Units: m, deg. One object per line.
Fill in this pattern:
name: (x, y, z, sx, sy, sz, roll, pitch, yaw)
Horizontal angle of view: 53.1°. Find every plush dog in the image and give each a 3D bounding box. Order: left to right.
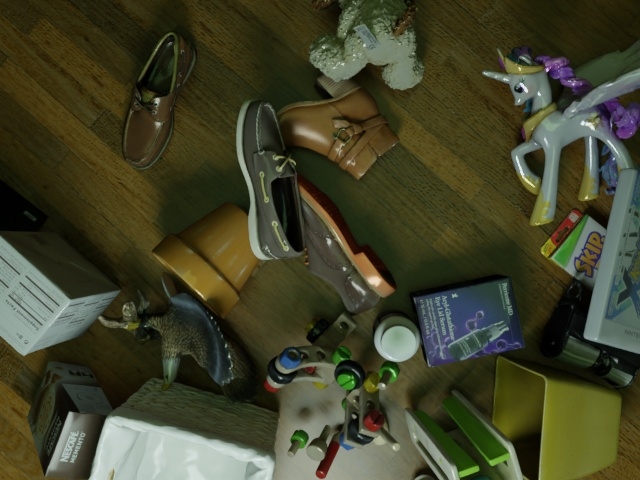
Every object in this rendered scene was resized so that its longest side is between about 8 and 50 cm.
plush dog: (0.109, -0.459, 1.312, 0.262, 0.210, 0.225, 0, 59, -23)

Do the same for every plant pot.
plant pot: (-0.214, 0.028, 1.349, 0.205, 0.205, 0.188, 43, 77, 2)
plant pot: (0.485, 0.362, 1.310, 0.187, 0.212, 0.212, 4, 91, -10)

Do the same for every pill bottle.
pill bottle: (0.157, 0.200, 1.332, 0.094, 0.169, 0.094, 0, 91, 3)

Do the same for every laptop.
laptop: (-0.798, -0.007, 1.460, 0.234, 0.136, 0.264, 37, 118, 3)

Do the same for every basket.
basket: (-0.275, 0.491, 1.292, 0.331, 0.266, 0.328, 15, 95, -1)

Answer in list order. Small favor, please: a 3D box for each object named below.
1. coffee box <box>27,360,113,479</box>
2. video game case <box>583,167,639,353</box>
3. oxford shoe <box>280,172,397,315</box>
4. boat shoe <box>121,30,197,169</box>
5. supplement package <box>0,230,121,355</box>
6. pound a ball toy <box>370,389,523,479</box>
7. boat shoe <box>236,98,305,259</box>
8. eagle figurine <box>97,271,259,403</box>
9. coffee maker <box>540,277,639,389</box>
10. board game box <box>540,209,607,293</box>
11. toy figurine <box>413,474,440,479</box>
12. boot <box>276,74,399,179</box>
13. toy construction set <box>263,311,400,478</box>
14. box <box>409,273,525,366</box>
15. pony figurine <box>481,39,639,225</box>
coffee box: (-0.520, 0.366, 1.329, 0.098, 0.246, 0.141, 20, 92, -34)
video game case: (0.652, 0.060, 1.253, 0.300, 0.036, 0.329, 17, 85, -30)
oxford shoe: (0.000, 0.000, 1.365, 0.133, 0.130, 0.363, -40, 83, 15)
boat shoe: (-0.367, -0.306, 1.389, 0.111, 0.104, 0.307, 18, 91, 3)
supplement package: (-0.576, 0.098, 1.324, 0.204, 0.262, 0.145, 41, 91, 2)
pound a ball toy: (0.234, 0.426, 1.283, 0.208, 0.319, 0.135, -18, 101, -9)
boat shoe: (-0.092, -0.122, 1.275, 0.097, 0.116, 0.324, -1, 97, 34)
eagle figurine: (-0.268, 0.210, 1.328, 0.298, 0.226, 0.225, 10, 110, 16)
coffee maker: (0.576, 0.198, 1.327, 0.178, 0.120, 0.171, 23, 106, -5)
board game box: (0.613, 0.057, 1.377, 0.259, 0.039, 0.124, 39, 92, 5)
toy figurine: (0.301, 0.594, 1.347, 0.209, 0.148, 0.213, -9, 88, -3)
boot: (0.009, -0.212, 1.382, 0.283, 0.109, 0.220, -40, 92, -5)
toy construction set: (0.037, 0.301, 1.335, 0.257, 0.237, 0.309, 15, 121, 16)
box: (0.307, 0.165, 1.355, 0.207, 0.108, 0.153, -13, 89, 3)
pony figurine: (0.531, -0.247, 1.284, 0.351, 0.303, 0.363, -15, 105, 12)
